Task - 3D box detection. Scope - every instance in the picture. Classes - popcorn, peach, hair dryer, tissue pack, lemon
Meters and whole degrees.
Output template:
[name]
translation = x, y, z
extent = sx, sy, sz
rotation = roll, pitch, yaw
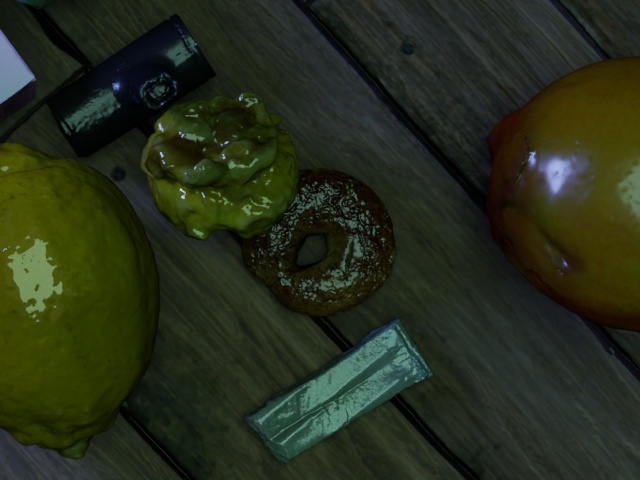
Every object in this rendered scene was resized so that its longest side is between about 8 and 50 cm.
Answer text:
[popcorn]
translation = -0.118, -0.093, 1.685
extent = 0.198, 0.197, 0.155
rotation = -23, 128, -10
[peach]
translation = 0.373, -0.062, 1.715
extent = 0.373, 0.290, 0.372
rotation = 0, 85, -5
[hair dryer]
translation = -0.205, -0.175, 1.647
extent = 0.197, 0.251, 0.089
rotation = -33, 103, -9
[tissue pack]
translation = -0.433, -0.249, 1.666
extent = 0.092, 0.148, 0.246
rotation = -37, 94, -11
[lemon]
translation = -0.306, 0.060, 1.610
extent = 0.285, 0.285, 0.316
rotation = -44, 114, -10

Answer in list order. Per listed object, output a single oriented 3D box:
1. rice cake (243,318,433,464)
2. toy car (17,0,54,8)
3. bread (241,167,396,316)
[rice cake]
translation = 0.022, 0.186, 1.763
extent = 0.226, 0.040, 0.085
rotation = -31, 92, -11
[toy car]
translation = -0.285, -0.381, 1.711
extent = 0.136, 0.125, 0.306
rotation = 46, 58, 1
[bread]
translation = 0.000, 0.000, 1.763
extent = 0.193, 0.064, 0.193
rotation = 0, 89, -8
